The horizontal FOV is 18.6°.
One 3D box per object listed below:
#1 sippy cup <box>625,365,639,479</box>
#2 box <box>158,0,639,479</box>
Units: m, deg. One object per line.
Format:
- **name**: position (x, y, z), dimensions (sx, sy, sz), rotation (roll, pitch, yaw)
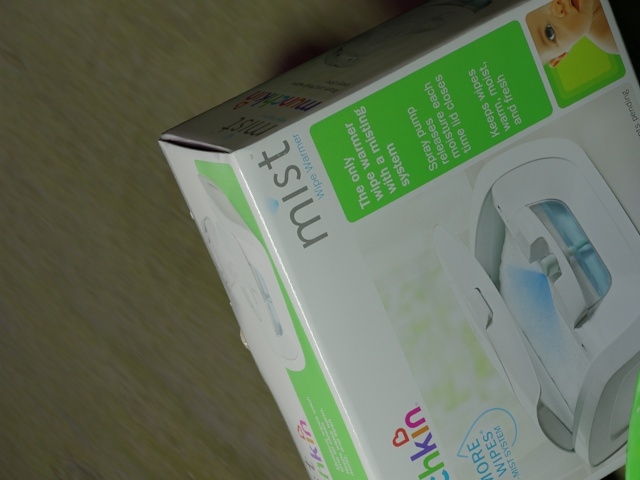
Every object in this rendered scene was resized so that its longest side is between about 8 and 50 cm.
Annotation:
- **sippy cup**: position (0.293, 0.069, 0.938), dimensions (0.224, 0.305, 0.240), rotation (18, 93, 25)
- **box**: position (0.073, 0.013, 1.075), dimensions (0.127, 0.231, 0.262), rotation (15, 130, 65)
